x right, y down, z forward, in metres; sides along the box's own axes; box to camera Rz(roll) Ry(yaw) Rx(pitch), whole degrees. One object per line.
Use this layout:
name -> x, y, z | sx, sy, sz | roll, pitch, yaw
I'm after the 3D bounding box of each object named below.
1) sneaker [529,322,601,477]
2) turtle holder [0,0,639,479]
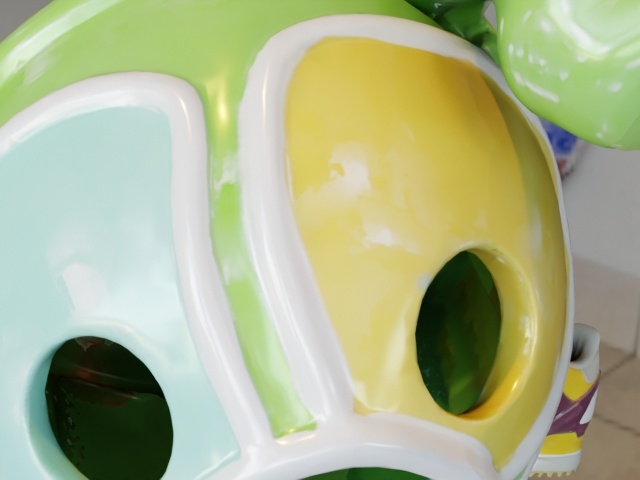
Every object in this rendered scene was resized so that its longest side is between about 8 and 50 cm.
sneaker -> 0.069, 0.072, 0.675 | 0.185, 0.083, 0.070 | 5, 11, -43
turtle holder -> 0.002, 0.013, 0.502 | 0.320, 0.243, 0.227 | -24, 47, 8
